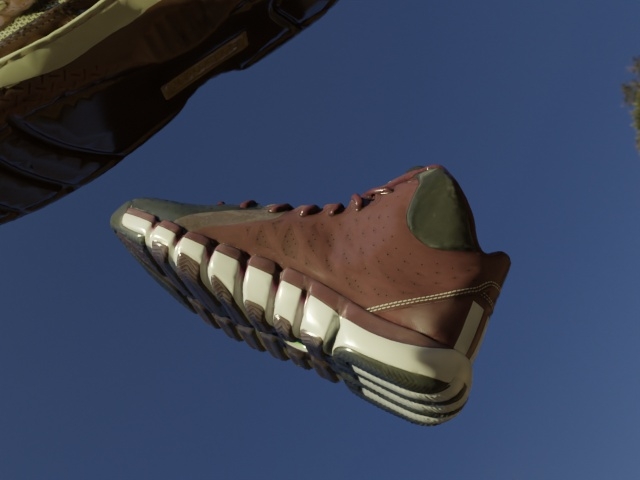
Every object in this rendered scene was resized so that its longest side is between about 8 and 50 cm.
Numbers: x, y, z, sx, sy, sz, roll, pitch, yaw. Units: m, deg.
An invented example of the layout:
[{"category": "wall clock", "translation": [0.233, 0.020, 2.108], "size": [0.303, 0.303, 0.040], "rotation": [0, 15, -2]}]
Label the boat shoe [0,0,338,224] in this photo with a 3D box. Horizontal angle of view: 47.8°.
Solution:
[{"category": "boat shoe", "translation": [-0.108, -0.099, 0.338], "size": [0.257, 0.095, 0.095], "rotation": [-35, -103, -17]}]

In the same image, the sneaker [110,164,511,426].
[{"category": "sneaker", "translation": [0.000, 0.000, 0.510], "size": [0.162, 0.281, 0.106], "rotation": [-56, -24, -23]}]
